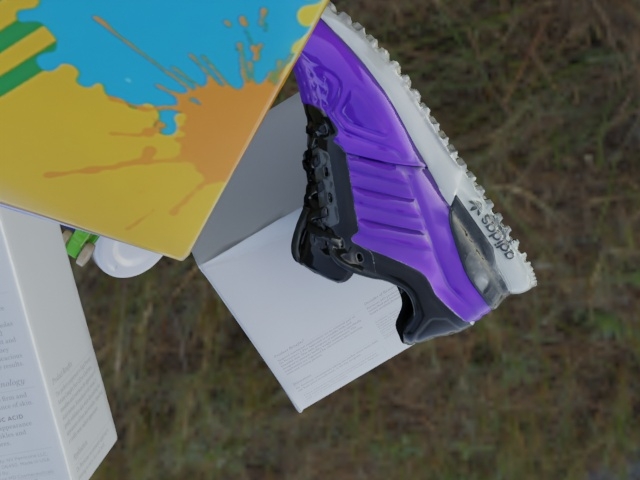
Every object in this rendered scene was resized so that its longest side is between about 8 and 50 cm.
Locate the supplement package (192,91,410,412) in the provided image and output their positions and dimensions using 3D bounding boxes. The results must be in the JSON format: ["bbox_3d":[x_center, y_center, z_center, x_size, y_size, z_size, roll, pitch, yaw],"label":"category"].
[{"bbox_3d":[0.000,0.000,1.227,0.194,0.149,0.203,-31,129,0],"label":"supplement package"}]

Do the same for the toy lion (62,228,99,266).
[{"bbox_3d":[-0.201,-0.033,1.307,0.034,0.096,0.100,32,108,1],"label":"toy lion"}]

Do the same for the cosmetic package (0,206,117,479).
[{"bbox_3d":[-0.224,0.066,0.998,0.086,0.231,0.117,-13,-170,9],"label":"cosmetic package"}]

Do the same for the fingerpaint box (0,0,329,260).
[{"bbox_3d":[-0.030,-0.285,0.412,0.163,0.444,0.371,18,133,-16],"label":"fingerpaint box"}]

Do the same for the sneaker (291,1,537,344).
[{"bbox_3d":[0.027,-0.043,1.046,0.146,0.293,0.102,-36,-172,2],"label":"sneaker"}]

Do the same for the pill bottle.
[{"bbox_3d":[-0.242,-0.041,1.521,0.094,0.169,0.094,-24,135,-26],"label":"pill bottle"}]
